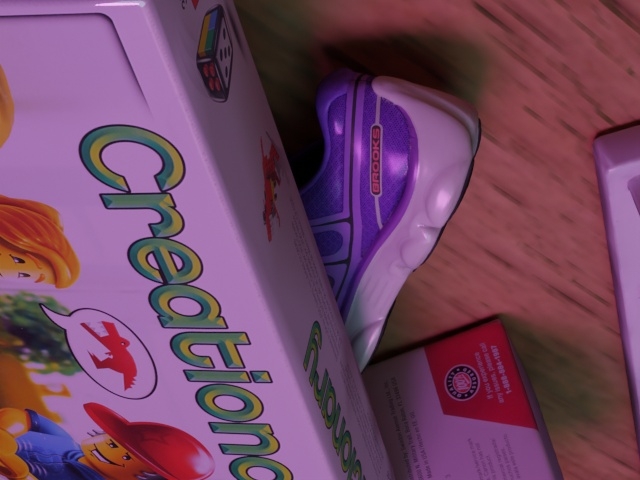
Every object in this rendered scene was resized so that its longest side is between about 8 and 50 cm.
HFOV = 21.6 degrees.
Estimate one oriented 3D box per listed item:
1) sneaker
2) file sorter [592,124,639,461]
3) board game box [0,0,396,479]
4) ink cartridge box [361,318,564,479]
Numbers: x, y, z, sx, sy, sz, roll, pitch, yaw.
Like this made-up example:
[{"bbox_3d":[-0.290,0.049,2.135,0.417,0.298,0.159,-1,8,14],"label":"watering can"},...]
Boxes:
[{"bbox_3d":[0.000,0.000,0.606,0.071,0.068,0.170,25,132,-1],"label":"sneaker"},{"bbox_3d":[0.237,0.084,0.661,0.193,0.173,0.277,-16,138,3],"label":"file sorter"},{"bbox_3d":[-0.094,0.020,0.548,0.193,0.053,0.305,1,140,18],"label":"board game box"},{"bbox_3d":[0.024,0.113,0.682,0.151,0.109,0.063,-21,141,8],"label":"ink cartridge box"}]
